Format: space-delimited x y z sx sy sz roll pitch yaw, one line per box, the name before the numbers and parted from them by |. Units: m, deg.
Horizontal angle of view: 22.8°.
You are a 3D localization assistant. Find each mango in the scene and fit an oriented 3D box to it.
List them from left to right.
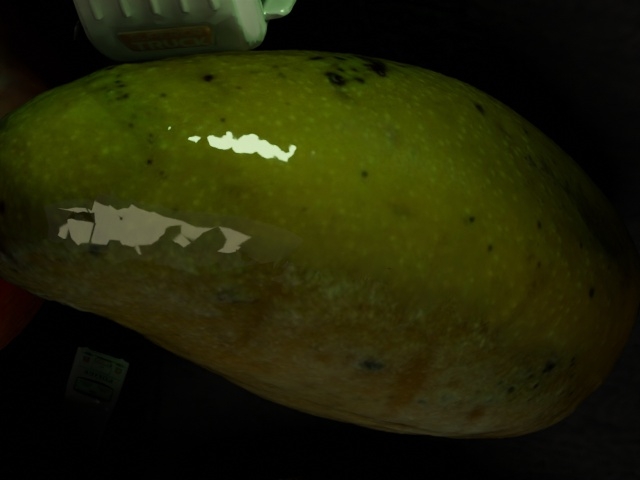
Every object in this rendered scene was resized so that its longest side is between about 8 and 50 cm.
mango | 0.006 -0.005 0.696 0.176 0.175 0.329 -46 135 16

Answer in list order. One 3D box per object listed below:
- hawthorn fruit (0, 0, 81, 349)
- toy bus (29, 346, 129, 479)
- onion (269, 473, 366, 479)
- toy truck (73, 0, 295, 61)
hawthorn fruit | -0.201 -0.044 0.724 0.215 0.215 0.250 31 130 -17
toy bus | -0.150 0.119 0.971 0.037 0.052 0.130 19 135 -9
onion | 0.010 0.272 0.961 0.276 0.276 0.276 7 135 7
toy truck | -0.076 -0.174 0.623 0.098 0.114 0.227 -2 133 15
